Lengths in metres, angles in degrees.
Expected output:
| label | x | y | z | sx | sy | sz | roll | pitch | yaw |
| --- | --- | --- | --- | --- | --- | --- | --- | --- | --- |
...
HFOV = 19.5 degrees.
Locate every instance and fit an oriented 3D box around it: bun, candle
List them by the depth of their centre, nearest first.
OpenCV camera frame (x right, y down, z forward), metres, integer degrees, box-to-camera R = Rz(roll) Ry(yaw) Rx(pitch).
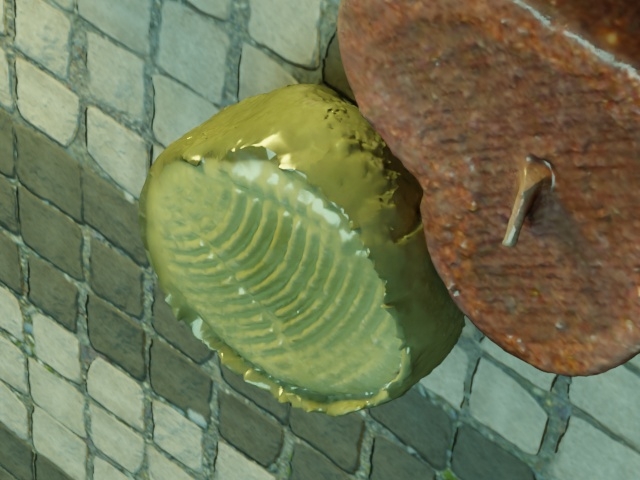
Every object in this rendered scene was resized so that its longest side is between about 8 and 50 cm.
| label | x | y | z | sx | sy | sz | roll | pitch | yaw |
| --- | --- | --- | --- | --- | --- | --- | --- | --- | --- |
| candle | 0.161 | -0.054 | 1.145 | 0.287 | 0.131 | 0.317 | 0 | 124 | 44 |
| bun | 0.000 | 0.000 | 1.348 | 0.259 | 0.152 | 0.259 | 24 | 138 | 23 |
